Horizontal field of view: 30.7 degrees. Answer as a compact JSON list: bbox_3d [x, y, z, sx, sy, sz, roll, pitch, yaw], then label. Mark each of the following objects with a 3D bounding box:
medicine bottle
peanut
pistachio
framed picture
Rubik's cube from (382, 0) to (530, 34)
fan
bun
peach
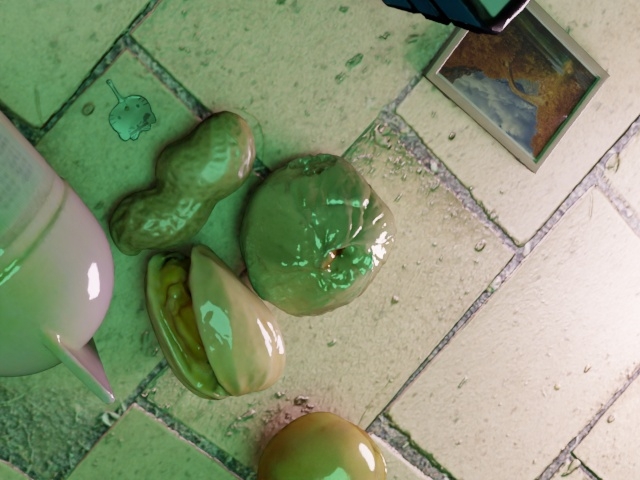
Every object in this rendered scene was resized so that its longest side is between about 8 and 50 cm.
[{"bbox_3d":[-0.378,0.008,1.310,0.236,0.236,0.406,-41,119,-5],"label":"medicine bottle"},{"bbox_3d":[-0.170,-0.066,1.462,0.104,0.085,0.228,41,91,-20],"label":"peanut"},{"bbox_3d":[-0.136,0.106,1.507,0.157,0.157,0.229,-33,114,-10],"label":"pistachio"},{"bbox_3d":[0.278,-0.233,1.636,0.250,0.016,0.184,37,90,-29],"label":"framed picture"},{"bbox_3d":[0.153,-0.445,1.357,0.293,0.283,0.288,-47,118,0],"label":"Rubik's cube"},{"bbox_3d":[-0.241,-0.164,1.441,0.056,0.004,0.083,-36,118,-7],"label":"fan"},{"bbox_3d":[0.000,0.000,1.528,0.220,0.134,0.220,-8,109,-26],"label":"bun"},{"bbox_3d":[-0.002,0.327,1.623,0.184,0.184,0.184,-8,111,-21],"label":"peach"}]
